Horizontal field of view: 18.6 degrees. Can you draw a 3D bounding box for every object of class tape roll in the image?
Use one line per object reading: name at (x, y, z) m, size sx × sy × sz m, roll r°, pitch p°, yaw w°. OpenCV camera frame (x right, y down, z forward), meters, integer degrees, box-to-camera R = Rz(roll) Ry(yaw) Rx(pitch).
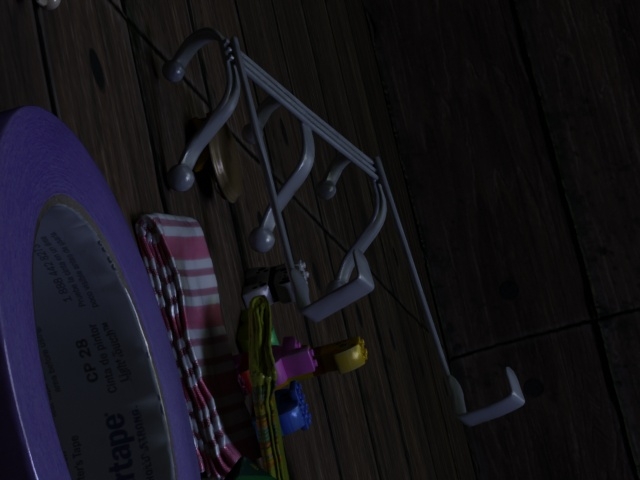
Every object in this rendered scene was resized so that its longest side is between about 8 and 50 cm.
tape roll at (-0.135, 0.081, 0.891) m, size 0.275 × 0.090 × 0.275 m, roll -16°, pitch 90°, yaw -81°

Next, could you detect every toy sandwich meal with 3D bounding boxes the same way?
toy sandwich meal at (-0.090, -0.070, 1.647) m, size 0.085 × 0.029 × 0.086 m, roll -13°, pitch 90°, yaw -79°

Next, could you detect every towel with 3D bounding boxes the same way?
towel at (-0.084, 0.073, 1.429) m, size 0.144 × 0.029 × 0.197 m, roll -1°, pitch 76°, yaw -82°
towel at (-0.031, 0.163, 1.494) m, size 0.102 × 0.021 × 0.237 m, roll -92°, pitch 176°, yaw -55°

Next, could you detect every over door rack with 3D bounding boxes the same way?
over door rack at (0.000, 0.000, 1.544) m, size 0.239 × 0.108 × 0.324 m, roll 36°, pitch 18°, yaw -45°

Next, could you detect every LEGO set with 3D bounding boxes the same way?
LEGO set at (-0.014, 0.093, 1.630) m, size 0.227 × 0.093 × 0.087 m, roll -85°, pitch 158°, yaw -67°

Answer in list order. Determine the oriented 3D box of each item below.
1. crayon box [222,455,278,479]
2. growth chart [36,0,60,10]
crayon box at (-0.005, 0.255, 1.113) m, size 0.202 × 0.081 × 0.318 m, roll 36°, pitch 13°, yaw -3°
growth chart at (-0.211, -0.240, 1.180) m, size 0.237 × 0.021 × 0.172 m, roll 46°, pitch 31°, yaw -73°
